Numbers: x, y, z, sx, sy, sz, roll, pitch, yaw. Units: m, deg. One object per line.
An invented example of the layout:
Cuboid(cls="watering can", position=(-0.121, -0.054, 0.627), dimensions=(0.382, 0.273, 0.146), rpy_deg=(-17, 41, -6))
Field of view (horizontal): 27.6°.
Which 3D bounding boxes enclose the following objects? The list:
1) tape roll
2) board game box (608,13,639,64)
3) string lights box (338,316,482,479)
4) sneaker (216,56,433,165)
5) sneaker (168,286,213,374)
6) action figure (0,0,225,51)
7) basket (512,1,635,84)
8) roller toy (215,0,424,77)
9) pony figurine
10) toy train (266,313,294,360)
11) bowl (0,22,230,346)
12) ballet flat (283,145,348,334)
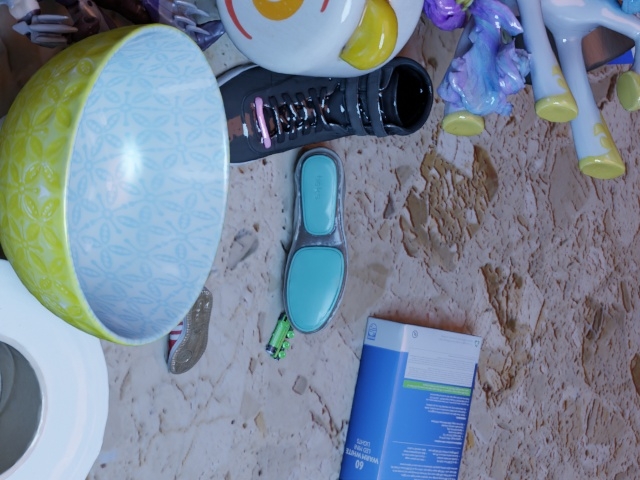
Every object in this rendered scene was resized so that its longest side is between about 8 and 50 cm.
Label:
Cuboid(cls="tape roll", position=(-0.345, 0.151, 1.214), dimensions=(0.286, 0.100, 0.286), rpy_deg=(-5, 99, -37))
Cuboid(cls="board game box", position=(0.426, -0.441, 1.754), dimensions=(0.233, 0.078, 0.347), rpy_deg=(-31, 113, -31))
Cuboid(cls="string lights box", position=(0.106, 0.232, 1.580), dimensions=(0.133, 0.077, 0.259), rpy_deg=(13, 87, -37))
Cuboid(cls="sneaker", position=(-0.003, -0.147, 1.414), dimensions=(0.296, 0.147, 0.104), rpy_deg=(-20, 108, -34))
Cuboid(cls="sneaker", position=(-0.152, 0.083, 1.397), dimensions=(0.042, 0.067, 0.118), rpy_deg=(-12, 132, -38))
Cuboid(cls="action figure", position=(-0.224, -0.239, 1.258), dimensions=(0.285, 0.099, 0.185), rpy_deg=(35, 55, -43))
Cuboid(cls="basket", position=(0.290, -0.333, 1.618), dimensions=(0.204, 0.154, 0.227), rpy_deg=(-46, 118, -55))
Cuboid(cls="roller toy", position=(-0.005, -0.259, 1.313), dimensions=(0.146, 0.191, 0.209), rpy_deg=(-6, 84, -52))
Cuboid(cls="pony figurine", position=(0.215, -0.281, 1.404), dimensions=(0.351, 0.303, 0.363), rpy_deg=(14, 65, -23))
Cuboid(cls="toy train", position=(-0.039, 0.098, 1.494), dimensions=(0.024, 0.017, 0.083), rpy_deg=(30, 77, -26))
Cuboid(cls="bowl", position=(-0.214, -0.055, 1.186), dimensions=(0.289, 0.156, 0.289), rpy_deg=(6, 90, -67))
Cuboid(cls="ballet flat", position=(0.000, 0.000, 1.483), dimensions=(0.072, 0.068, 0.213), rpy_deg=(4, 92, 6))
